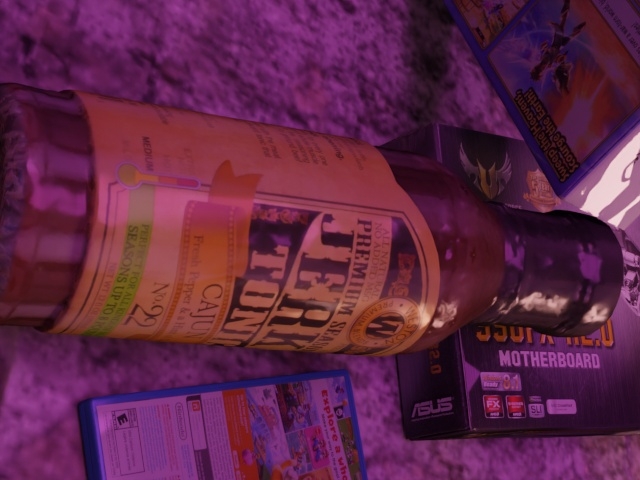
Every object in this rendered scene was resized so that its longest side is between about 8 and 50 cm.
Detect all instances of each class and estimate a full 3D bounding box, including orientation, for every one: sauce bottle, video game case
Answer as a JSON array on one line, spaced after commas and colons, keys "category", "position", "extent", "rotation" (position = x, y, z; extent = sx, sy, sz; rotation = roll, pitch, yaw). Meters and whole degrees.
[{"category": "sauce bottle", "position": [0.000, 0.000, 0.625], "extent": [0.344, 0.111, 0.111], "rotation": [6, 73, -29]}, {"category": "video game case", "position": [-0.040, 0.131, 0.647], "extent": [0.166, 0.015, 0.119], "rotation": [-1, 77, -41]}, {"category": "video game case", "position": [0.185, -0.182, 0.719], "extent": [0.061, 0.244, 0.269], "rotation": [23, 32, -36]}]

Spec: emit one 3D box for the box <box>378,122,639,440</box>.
[{"category": "box", "position": [0.145, 0.033, 0.812], "extent": [0.231, 0.056, 0.183], "rotation": [7, 72, -40]}]
